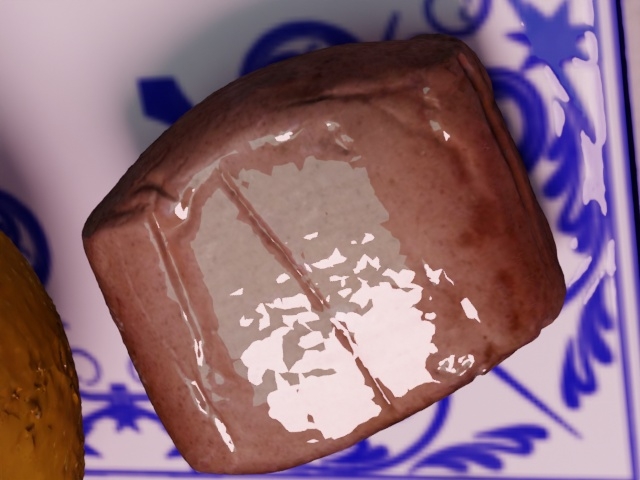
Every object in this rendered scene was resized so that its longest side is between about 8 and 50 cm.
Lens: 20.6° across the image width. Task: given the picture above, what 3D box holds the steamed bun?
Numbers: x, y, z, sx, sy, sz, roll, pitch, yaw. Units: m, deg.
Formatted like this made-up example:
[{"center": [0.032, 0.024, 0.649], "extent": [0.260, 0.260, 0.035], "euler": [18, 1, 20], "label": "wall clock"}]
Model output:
[{"center": [0.000, 0.000, 0.697], "extent": [0.175, 0.106, 0.145], "euler": [-23, 101, 11], "label": "steamed bun"}]

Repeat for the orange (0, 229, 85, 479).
[{"center": [-0.224, 0.085, 0.713], "extent": [0.274, 0.274, 0.274], "euler": [7, 116, 14], "label": "orange"}]
